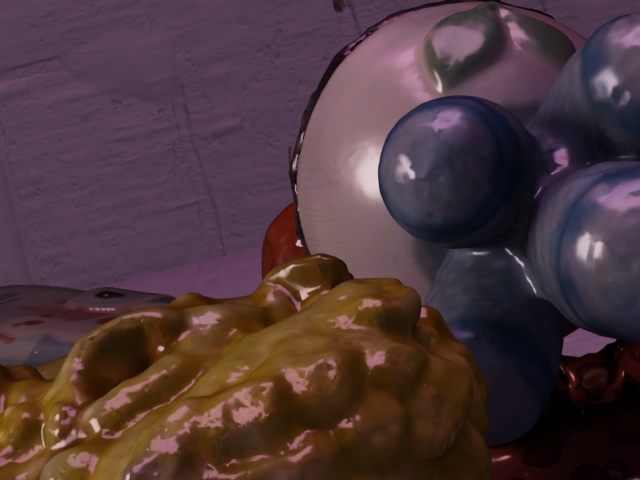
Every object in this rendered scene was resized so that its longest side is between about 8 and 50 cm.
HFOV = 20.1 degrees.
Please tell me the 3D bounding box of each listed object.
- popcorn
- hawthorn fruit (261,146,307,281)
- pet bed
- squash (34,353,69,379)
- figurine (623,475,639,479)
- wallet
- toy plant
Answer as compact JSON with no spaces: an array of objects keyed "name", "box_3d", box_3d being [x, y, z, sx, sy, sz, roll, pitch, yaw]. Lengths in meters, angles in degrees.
[{"name":"popcorn","box_3d":[-0.061,0.118,0.792,0.286,0.173,0.225,-15,12,4]},{"name":"hawthorn fruit","box_3d":[-0.004,0.018,1.843,0.149,0.189,0.149,-42,12,11]},{"name":"pet bed","box_3d":[0.155,0.103,1.027,0.201,0.053,0.201,-17,9,3]},{"name":"squash","box_3d":[-0.102,0.118,1.147,0.132,0.132,0.247,-11,6,35]},{"name":"figurine","box_3d":[0.145,0.129,0.770,0.060,0.047,0.106,-22,5,11]},{"name":"wallet","box_3d":[-0.242,0.099,1.804,0.360,0.083,0.252,5,10,28]},{"name":"toy plant","box_3d":[0.126,-0.011,0.987,0.247,0.247,0.332,-15,14,-9]}]
